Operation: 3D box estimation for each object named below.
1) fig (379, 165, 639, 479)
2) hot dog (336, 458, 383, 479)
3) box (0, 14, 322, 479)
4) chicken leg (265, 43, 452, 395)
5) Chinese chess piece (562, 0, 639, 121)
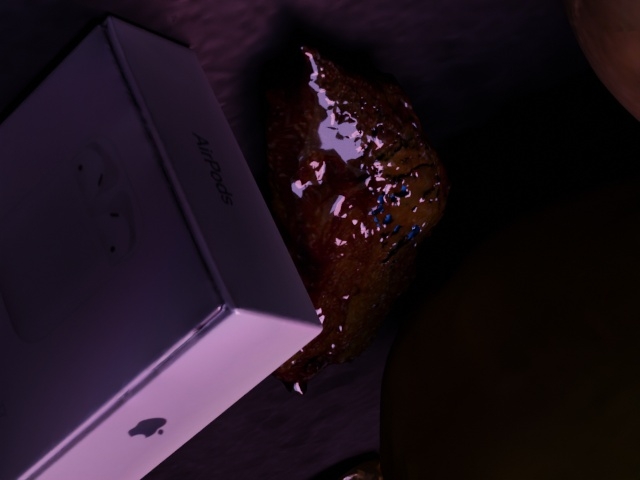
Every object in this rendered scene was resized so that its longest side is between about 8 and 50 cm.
[{"bbox_3d":[0.209,0.101,0.681,0.343,0.343,0.343,-20,151,-12],"label":"fig"},{"bbox_3d":[0.067,0.228,1.044,0.083,0.068,0.289,-36,149,4],"label":"hot dog"},{"bbox_3d":[-0.082,0.013,0.505,0.129,0.130,0.051,-40,149,24],"label":"box"},{"bbox_3d":[0.000,0.000,0.624,0.105,0.063,0.234,-13,147,-32],"label":"chicken leg"},{"bbox_3d":[0.208,-0.136,0.530,0.250,0.097,0.251,-19,151,-11],"label":"Chinese chess piece"}]
